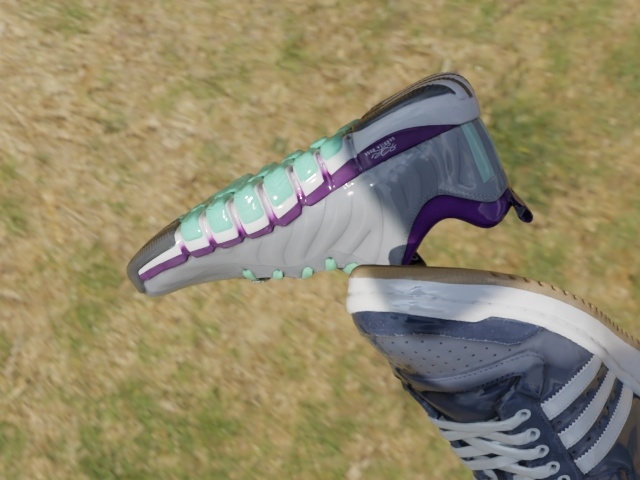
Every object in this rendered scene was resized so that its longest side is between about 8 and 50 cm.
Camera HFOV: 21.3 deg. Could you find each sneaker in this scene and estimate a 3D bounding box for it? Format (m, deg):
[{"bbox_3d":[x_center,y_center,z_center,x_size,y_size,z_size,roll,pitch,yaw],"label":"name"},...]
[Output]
[{"bbox_3d":[0.100,0.110,0.875,0.282,0.099,0.153,26,72,-51],"label":"sneaker"},{"bbox_3d":[0.000,0.000,0.916,0.224,0.083,0.098,-27,97,23],"label":"sneaker"}]
